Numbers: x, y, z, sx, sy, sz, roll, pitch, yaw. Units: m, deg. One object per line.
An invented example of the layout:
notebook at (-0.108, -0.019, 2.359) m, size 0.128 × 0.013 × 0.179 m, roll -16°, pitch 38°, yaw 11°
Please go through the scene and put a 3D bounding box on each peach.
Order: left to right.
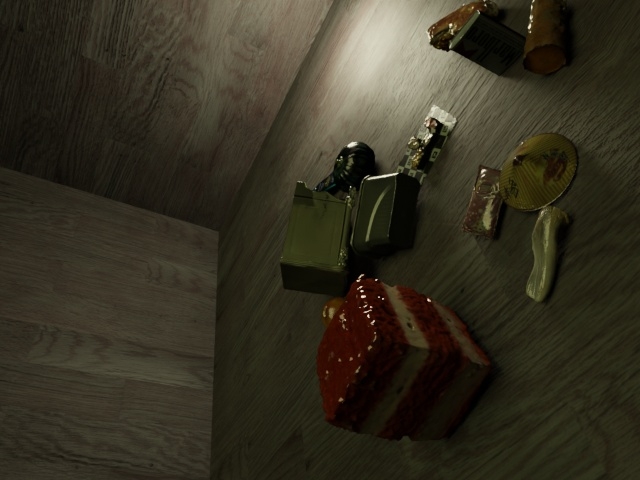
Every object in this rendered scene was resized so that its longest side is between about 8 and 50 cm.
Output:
peach at (0.069, 0.254, 1.663) m, size 0.138 × 0.138 × 0.138 m, roll -46°, pitch 34°, yaw 46°

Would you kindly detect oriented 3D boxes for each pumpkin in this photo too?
pumpkin at (0.123, -0.283, 1.907) m, size 0.202 × 0.140 × 0.201 m, roll -49°, pitch 30°, yaw 41°

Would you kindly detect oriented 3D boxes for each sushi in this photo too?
sushi at (0.318, -0.299, 1.604) m, size 0.279 × 0.043 × 0.192 m, roll -62°, pitch 26°, yaw 23°

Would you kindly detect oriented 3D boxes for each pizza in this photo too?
pizza at (0.437, -0.662, 1.546) m, size 0.161 × 0.086 × 0.305 m, roll -52°, pitch 24°, yaw -8°

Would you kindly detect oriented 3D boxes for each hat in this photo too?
hat at (0.462, -0.166, 1.108) m, size 0.193 × 0.082 × 0.192 m, roll -31°, pitch 49°, yaw 44°

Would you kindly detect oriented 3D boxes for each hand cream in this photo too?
hand cream at (0.055, -0.253, 2.158) m, size 0.271 × 0.061 × 0.120 m, roll -36°, pitch 37°, yaw 43°

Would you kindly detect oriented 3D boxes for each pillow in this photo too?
pillow at (0.419, -0.097, 1.242) m, size 0.118 × 0.043 × 0.184 m, roll 20°, pitch 95°, yaw 58°

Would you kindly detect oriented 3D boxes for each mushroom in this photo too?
mushroom at (0.471, 0.030, 1.035) m, size 0.059 × 0.055 × 0.202 m, roll -178°, pitch 99°, yaw -72°

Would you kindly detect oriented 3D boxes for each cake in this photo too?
cake at (0.179, 0.281, 1.160) m, size 0.270 × 0.320 × 0.269 m, roll -107°, pitch 39°, yaw -61°

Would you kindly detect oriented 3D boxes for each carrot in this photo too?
carrot at (0.545, -0.533, 1.206) m, size 0.102 × 0.102 × 0.262 m, roll -29°, pitch 47°, yaw 58°

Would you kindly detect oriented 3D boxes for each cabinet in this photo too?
cabinet at (0.000, 0.000, 1.761) m, size 0.290 × 0.228 × 0.317 m, roll 92°, pitch -174°, yaw -66°

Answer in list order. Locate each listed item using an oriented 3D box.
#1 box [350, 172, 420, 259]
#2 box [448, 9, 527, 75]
box at (0.206, -0.080, 1.572) m, size 0.178 × 0.138 × 0.273 m, roll -6°, pitch 74°, yaw 60°
box at (0.445, -0.517, 1.307) m, size 0.115 × 0.178 × 0.035 m, roll -49°, pitch 33°, yaw 46°
